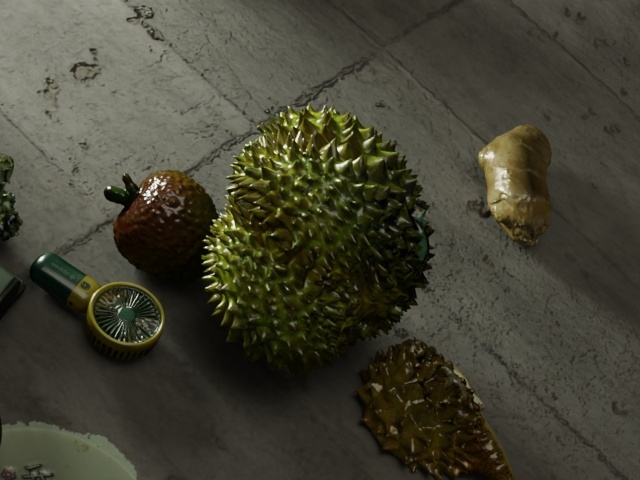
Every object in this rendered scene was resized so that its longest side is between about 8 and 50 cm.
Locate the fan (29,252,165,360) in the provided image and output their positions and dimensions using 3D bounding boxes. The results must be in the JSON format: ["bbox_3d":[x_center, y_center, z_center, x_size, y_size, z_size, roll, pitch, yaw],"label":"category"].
[{"bbox_3d":[-0.234,0.065,1.690,0.155,0.039,0.082,35,48,5],"label":"fan"}]

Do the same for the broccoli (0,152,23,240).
[{"bbox_3d":[-0.351,-0.049,1.692,0.095,0.092,0.097,26,28,-22],"label":"broccoli"}]

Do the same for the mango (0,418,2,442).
[{"bbox_3d":[-0.404,0.121,1.515,0.267,0.111,0.133,47,52,5],"label":"mango"}]

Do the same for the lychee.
[{"bbox_3d":[-0.166,-0.018,1.741,0.146,0.114,0.114,42,46,-15],"label":"lychee"}]

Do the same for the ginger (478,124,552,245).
[{"bbox_3d":[0.246,-0.077,2.011,0.095,0.069,0.190,31,43,-31],"label":"ginger"}]

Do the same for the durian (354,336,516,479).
[{"bbox_3d":[0.140,0.192,1.741,0.224,0.078,0.140,40,48,9],"label":"durian"}]

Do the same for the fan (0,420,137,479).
[{"bbox_3d":[-0.228,0.341,1.492,0.233,0.012,0.414,-7,55,-28],"label":"fan"}]

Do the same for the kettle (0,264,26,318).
[{"bbox_3d":[-0.381,0.036,1.620,0.148,0.127,0.098,33,79,-2],"label":"kettle"}]

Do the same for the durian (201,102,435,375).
[{"bbox_3d":[0.004,0.001,1.709,0.225,0.291,0.291,5,47,13],"label":"durian"}]
